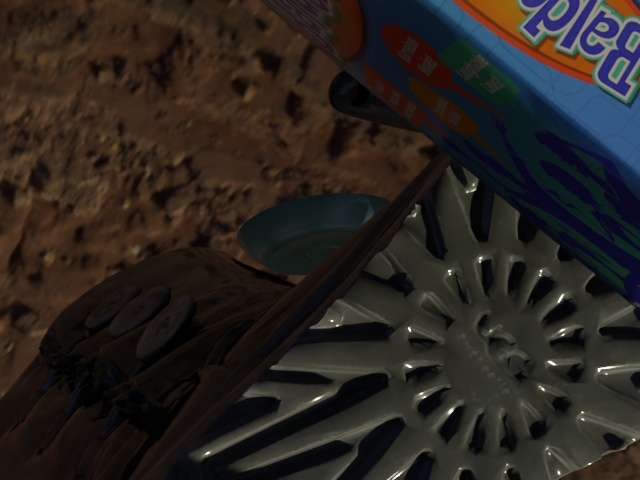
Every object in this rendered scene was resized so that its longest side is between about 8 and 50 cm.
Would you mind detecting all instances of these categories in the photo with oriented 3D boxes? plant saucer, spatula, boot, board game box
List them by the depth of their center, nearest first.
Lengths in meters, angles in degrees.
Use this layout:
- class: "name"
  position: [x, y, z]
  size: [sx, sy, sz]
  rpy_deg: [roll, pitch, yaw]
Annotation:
- class: "board game box"
  position: [0.050, -0.059, 0.408]
  size: [0.210, 0.160, 0.047]
  rpy_deg: [40, 87, 0]
- class: "boot"
  position: [0.002, 0.047, 0.730]
  size: [0.367, 0.445, 0.146]
  rpy_deg: [-34, 97, -16]
- class: "spatula"
  position: [0.094, -0.082, 0.926]
  size: [0.030, 0.084, 0.296]
  rpy_deg: [32, 15, 30]
- class: "plant saucer"
  position: [0.000, 0.000, 0.996]
  size: [0.119, 0.119, 0.021]
  rpy_deg: [-1, 67, -22]
